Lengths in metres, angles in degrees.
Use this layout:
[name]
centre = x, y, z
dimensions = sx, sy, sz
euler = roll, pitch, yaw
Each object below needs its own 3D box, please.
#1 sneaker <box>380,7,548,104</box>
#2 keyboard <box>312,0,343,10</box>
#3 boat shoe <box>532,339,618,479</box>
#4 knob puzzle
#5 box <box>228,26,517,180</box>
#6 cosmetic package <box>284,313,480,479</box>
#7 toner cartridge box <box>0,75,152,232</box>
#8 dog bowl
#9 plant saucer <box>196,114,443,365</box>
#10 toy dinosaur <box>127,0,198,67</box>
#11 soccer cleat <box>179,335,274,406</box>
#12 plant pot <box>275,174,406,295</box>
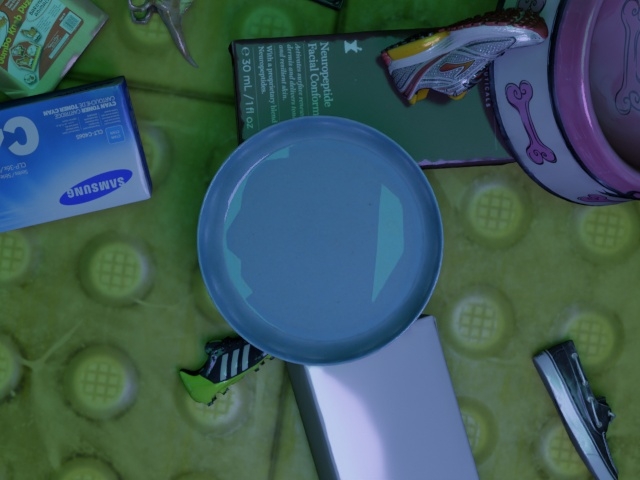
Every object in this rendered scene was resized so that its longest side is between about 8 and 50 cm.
[sneaker]
centre = 0.187, -0.231, 1.617
dimensions = 0.225, 0.088, 0.093
euler = -12, 104, 40
[keyboard]
centre = 0.038, -0.412, 1.801
dimensions = 0.108, 0.023, 0.180
euler = 21, 92, 3
[boat shoe]
centre = 0.377, 0.247, 1.818
dimensions = 0.070, 0.078, 0.219
euler = -26, 92, 0
[knob puzzle]
centre = -0.419, -0.298, 1.779
dimensions = 0.213, 0.030, 0.213
euler = 0, 93, -3
[box]
centre = 0.072, -0.184, 1.756
dimensions = 0.381, 0.143, 0.191
euler = -5, 93, -4
[cosmetic package]
centre = 0.097, 0.298, 1.755
dimensions = 0.196, 0.155, 0.366
euler = -16, 92, -13
[toner cartridge box]
centre = -0.417, -0.103, 1.750
dimensions = 0.347, 0.075, 0.165
euler = -14, 107, -2
[dog bowl]
centre = 0.424, -0.237, 1.682
dimensions = 0.408, 0.150, 0.408
euler = -6, 102, -27
[plant saucer]
centre = 0.000, 0.000, 1.652
dimensions = 0.317, 0.043, 0.318
euler = 0, 92, 9
[toy dinosaur]
centre = -0.217, -0.326, 1.777
dimensions = 0.092, 0.053, 0.183
euler = -8, 93, -4
[soccer cleat]
centre = -0.117, 0.157, 1.800
dimensions = 0.179, 0.060, 0.072
euler = -37, 92, 2
[plant pot]
centre = 0.000, -0.007, 1.750
dimensions = 0.234, 0.166, 0.166
euler = -1, 92, 4
